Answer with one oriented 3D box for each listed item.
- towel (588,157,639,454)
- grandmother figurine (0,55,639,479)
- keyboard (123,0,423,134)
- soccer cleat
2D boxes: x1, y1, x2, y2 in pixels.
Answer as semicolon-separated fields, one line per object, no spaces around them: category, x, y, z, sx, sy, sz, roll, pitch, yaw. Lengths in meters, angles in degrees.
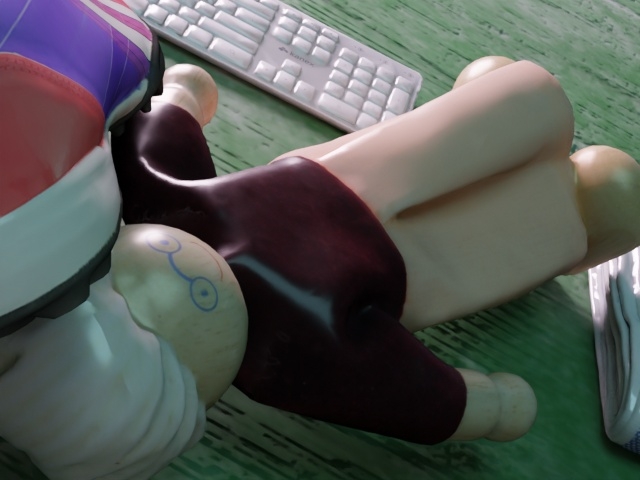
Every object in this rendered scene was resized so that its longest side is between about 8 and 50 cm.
towel;0.260;0.071;0.708;0.285;0.034;0.209;23;37;-10
grandmother figurine;0.000;0.000;0.558;0.208;0.104;0.342;35;33;22
keyboard;-0.067;-0.122;0.724;0.256;0.014;0.072;27;36;-5
soccer cleat;-0.118;-0.072;0.471;0.109;0.116;0.318;-17;21;1
